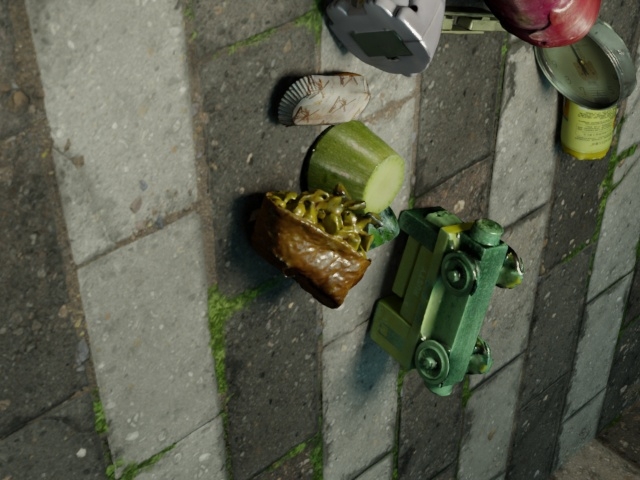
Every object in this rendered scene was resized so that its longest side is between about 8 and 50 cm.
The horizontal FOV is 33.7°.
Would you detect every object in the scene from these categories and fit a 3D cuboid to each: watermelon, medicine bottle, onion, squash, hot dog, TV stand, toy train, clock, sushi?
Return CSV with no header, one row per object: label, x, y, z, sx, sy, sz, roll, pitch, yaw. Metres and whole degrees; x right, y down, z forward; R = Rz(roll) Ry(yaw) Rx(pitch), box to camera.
watermelon,0.106,-0.036,2.028,0.155,0.080,0.101,-11,91,-42
medicine bottle,0.592,-0.289,2.327,0.124,0.124,0.239,-34,140,-27
onion,0.337,-0.487,1.783,0.347,0.285,0.348,38,45,-53
squash,0.066,-0.118,1.858,0.170,0.123,0.170,-35,141,-35
hot dog,0.009,-0.233,1.744,0.191,0.059,0.108,-11,139,-49
TV stand,0.265,-0.401,1.925,0.249,0.036,0.042,-10,123,-45
toy train,0.243,0.110,2.119,0.160,0.253,0.397,-9,125,-38
clock,0.148,-0.414,1.686,0.254,0.188,0.189,-62,146,-14
sushi,-0.001,-0.001,1.818,0.296,0.167,0.179,40,82,-27
clock,0.523,-0.356,2.099,0.049,0.226,0.226,-43,143,-17
